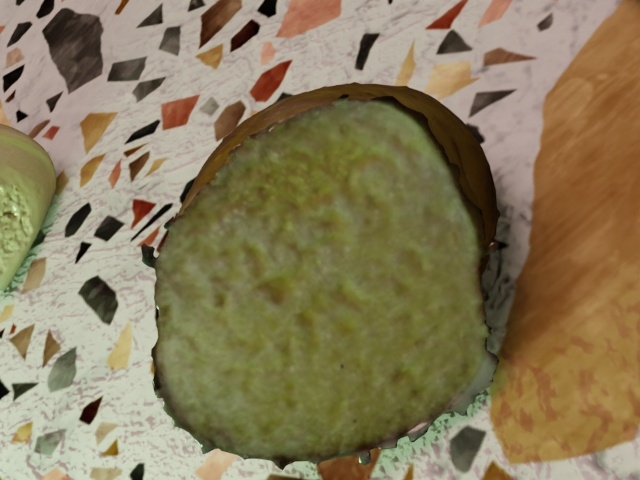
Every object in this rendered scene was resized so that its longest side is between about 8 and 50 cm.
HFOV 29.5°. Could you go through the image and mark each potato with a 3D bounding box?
[{"bbox_3d":[0.000,0.000,0.977,0.288,0.301,0.237,-9,23,-5],"label":"potato"}]

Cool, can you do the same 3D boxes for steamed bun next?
[{"bbox_3d":[-0.445,-0.053,1.432,0.225,0.170,0.200,5,68,44],"label":"steamed bun"}]
